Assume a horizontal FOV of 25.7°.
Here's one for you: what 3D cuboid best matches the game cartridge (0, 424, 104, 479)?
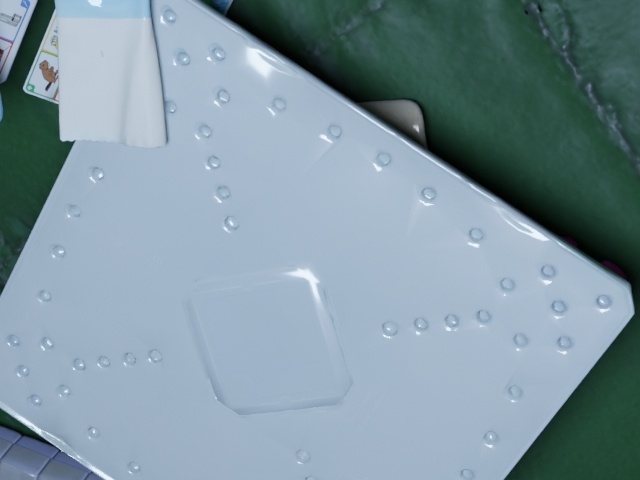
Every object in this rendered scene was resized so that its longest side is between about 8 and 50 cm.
[{"bbox_3d":[-0.274,0.336,1.299,0.230,0.068,0.355,22,120,13],"label":"game cartridge"}]

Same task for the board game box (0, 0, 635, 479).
[{"bbox_3d":[-0.031,0.067,1.040,0.390,0.050,0.390,34,119,4],"label":"board game box"}]

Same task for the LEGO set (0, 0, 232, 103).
[{"bbox_3d":[-0.147,-0.206,0.994,0.182,0.060,0.244,18,120,-19],"label":"LEGO set"}]

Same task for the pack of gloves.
[{"bbox_3d":[-0.210,-0.171,0.940,0.195,0.046,0.232,3,113,14],"label":"pack of gloves"}]

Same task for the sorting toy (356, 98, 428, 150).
[{"bbox_3d":[0.000,0.000,1.055,0.193,0.038,0.208,-2,109,21],"label":"sorting toy"}]
